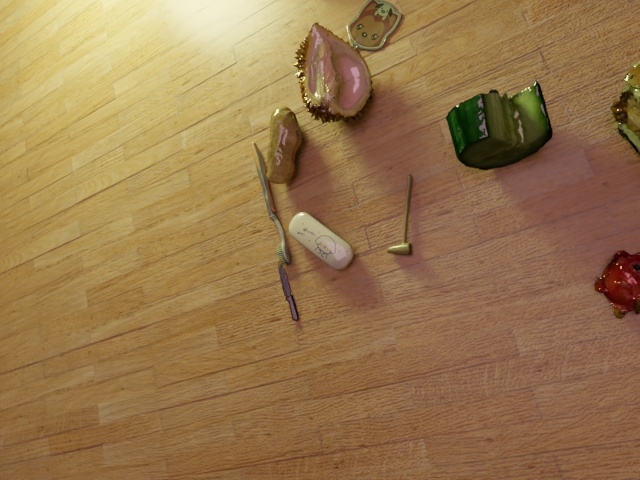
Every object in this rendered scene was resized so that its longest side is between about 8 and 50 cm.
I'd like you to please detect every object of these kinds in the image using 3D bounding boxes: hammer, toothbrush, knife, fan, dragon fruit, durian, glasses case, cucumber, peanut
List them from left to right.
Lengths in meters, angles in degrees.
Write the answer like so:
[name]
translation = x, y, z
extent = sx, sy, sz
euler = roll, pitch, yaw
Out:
[toothbrush]
translation = -0.140, -0.108, 1.205
extent = 0.037, 0.028, 0.376
euler = -23, 74, 25
[peanut]
translation = -0.101, -0.257, 1.174
extent = 0.099, 0.099, 0.214
euler = 8, 84, 25
[knife]
translation = -0.088, 0.132, 1.156
extent = 0.023, 0.010, 0.171
euler = -21, 72, 14
[glasses case]
translation = 0.000, 0.000, 1.112
extent = 0.197, 0.049, 0.076
euler = 38, 98, 24
[durian]
translation = 0.027, -0.400, 1.119
extent = 0.138, 0.183, 0.250
euler = -31, 70, 56
[fan]
translation = 0.112, -0.540, 1.162
extent = 0.220, 0.009, 0.132
euler = -49, 66, 11
[hammer]
translation = 0.197, -0.062, 1.049
extent = 0.060, 0.028, 0.196
euler = 2, 80, 32
[cucumber]
translation = 0.359, -0.237, 0.913
extent = 0.191, 0.191, 0.130
euler = -17, 74, 22
[dragon fruit]
translation = 0.588, 0.074, 0.822
extent = 0.126, 0.068, 0.112
euler = -40, 68, 13

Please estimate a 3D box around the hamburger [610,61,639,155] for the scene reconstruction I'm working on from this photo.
[hamburger]
translation = 0.669, -0.222, 0.770
extent = 0.192, 0.167, 0.288
euler = -36, 69, 18
